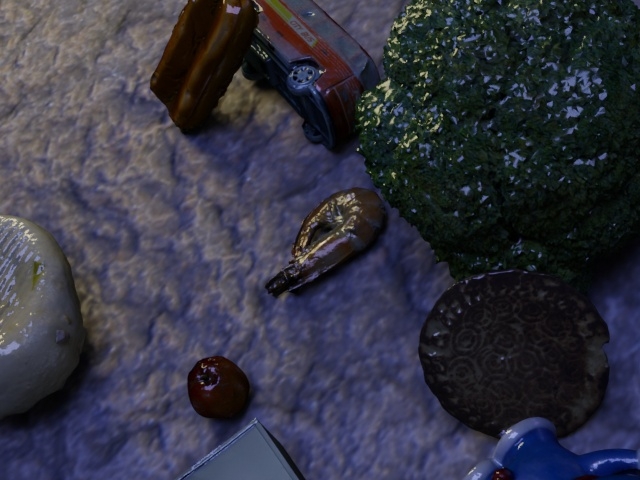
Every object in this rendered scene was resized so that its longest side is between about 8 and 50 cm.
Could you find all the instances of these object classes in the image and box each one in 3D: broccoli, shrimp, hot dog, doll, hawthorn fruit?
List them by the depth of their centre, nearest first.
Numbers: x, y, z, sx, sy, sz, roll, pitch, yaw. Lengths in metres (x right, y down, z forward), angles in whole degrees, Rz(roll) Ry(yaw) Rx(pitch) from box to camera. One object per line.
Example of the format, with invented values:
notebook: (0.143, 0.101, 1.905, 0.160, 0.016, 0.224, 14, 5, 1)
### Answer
doll: (0.243, 0.275, 0.992, 0.215, 0.161, 0.257, -51, 39, 2)
broccoli: (0.219, -0.120, 1.151, 0.310, 0.321, 0.413, 8, 79, 34)
hawthorn fruit: (-0.118, 0.166, 1.230, 0.077, 0.077, 0.077, -10, 57, 15)
shrimp: (0.000, 0.000, 1.307, 0.180, 0.041, 0.099, -43, 54, -7)
hot dog: (-0.155, -0.243, 1.410, 0.072, 0.269, 0.115, -33, 82, -36)

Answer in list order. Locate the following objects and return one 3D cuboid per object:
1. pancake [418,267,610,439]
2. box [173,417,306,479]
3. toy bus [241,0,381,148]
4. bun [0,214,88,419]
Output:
pancake: (0.197, 0.117, 1.091, 0.199, 0.199, 0.021, -14, 15, 12)
box: (-0.111, 0.312, 1.127, 0.225, 0.086, 0.129, -37, 53, -4)
toy bus: (-0.022, -0.239, 1.422, 0.120, 0.121, 0.265, -32, 53, -12)
bun: (-0.407, 0.105, 1.329, 0.259, 0.160, 0.259, -1, 54, 1)
